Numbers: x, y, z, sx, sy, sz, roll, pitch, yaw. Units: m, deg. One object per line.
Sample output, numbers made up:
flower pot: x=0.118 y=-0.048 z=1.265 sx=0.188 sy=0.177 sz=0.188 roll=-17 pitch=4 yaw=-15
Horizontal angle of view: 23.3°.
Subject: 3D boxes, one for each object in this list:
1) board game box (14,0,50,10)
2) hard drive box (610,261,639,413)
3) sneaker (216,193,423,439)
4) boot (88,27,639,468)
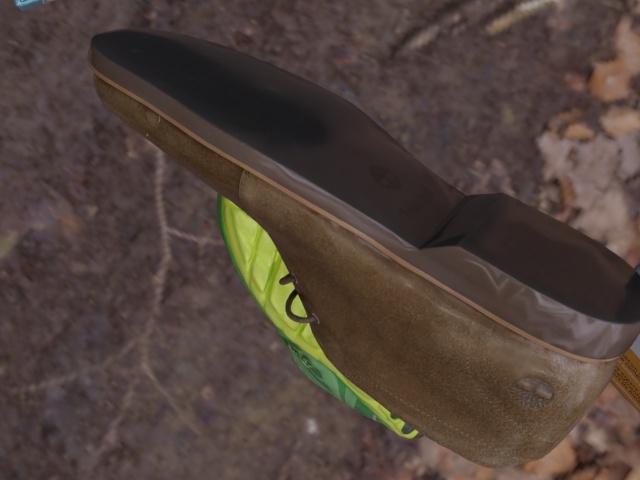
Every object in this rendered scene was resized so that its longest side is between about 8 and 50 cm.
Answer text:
board game box: x=-0.091 y=-0.319 z=0.813 sx=0.254 sy=0.079 sz=0.336 roll=-18 pitch=99 yaw=-8
hard drive box: x=0.247 y=0.056 z=0.794 sx=0.089 sy=0.181 sz=0.232 roll=-37 pitch=168 yaw=-19
sneaker: x=-0.004 y=0.048 z=1.175 sx=0.109 sy=0.123 sz=0.295 roll=-53 pitch=130 yaw=-22
boot: x=0.000 y=0.000 z=0.752 sx=0.112 sy=0.305 sz=0.115 roll=-31 pitch=150 yaw=-55
